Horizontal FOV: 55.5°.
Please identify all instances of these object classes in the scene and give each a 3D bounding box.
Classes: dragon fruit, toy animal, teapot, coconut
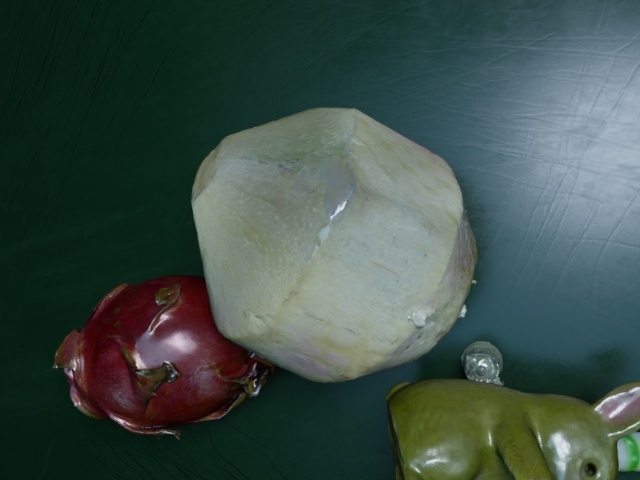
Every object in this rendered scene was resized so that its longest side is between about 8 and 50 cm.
[{"bbox_3d":[-0.219,0.160,0.883,0.315,0.250,0.250,10,94,26],"label":"dragon fruit"},{"bbox_3d":[0.252,0.258,0.710,0.363,0.181,0.180,2,47,12],"label":"toy animal"},{"bbox_3d":[0.217,0.170,0.811,0.067,0.083,0.057,43,99,16],"label":"teapot"},{"bbox_3d":[0.000,0.000,0.757,0.353,0.353,0.352,0,91,19],"label":"coconut"}]
